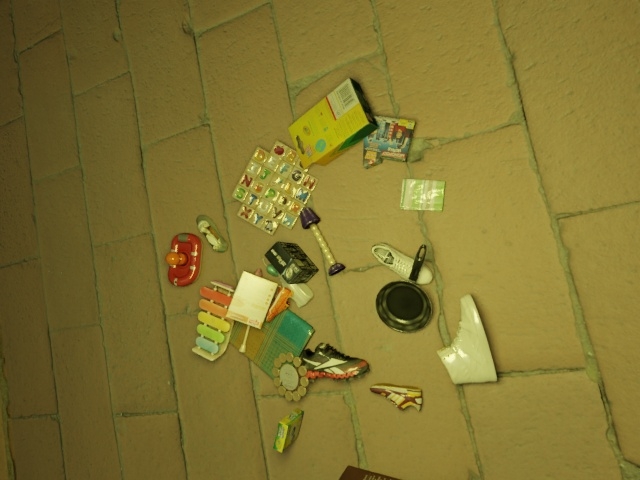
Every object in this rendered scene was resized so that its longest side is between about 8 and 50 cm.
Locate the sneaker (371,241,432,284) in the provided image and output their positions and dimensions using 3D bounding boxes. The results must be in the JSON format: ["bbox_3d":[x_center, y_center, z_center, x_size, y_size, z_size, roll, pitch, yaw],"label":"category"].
[{"bbox_3d":[0.282,0.086,1.504,0.235,0.095,0.090,29,96,18],"label":"sneaker"}]

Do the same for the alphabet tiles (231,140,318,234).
[{"bbox_3d":[-0.184,-0.210,1.702,0.285,0.011,0.343,30,94,7],"label":"alphabet tiles"}]

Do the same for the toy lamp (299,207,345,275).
[{"bbox_3d":[0.000,0.000,1.628,0.080,0.080,0.275,-33,75,17],"label":"toy lamp"}]

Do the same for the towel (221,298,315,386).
[{"bbox_3d":[-0.225,0.367,1.725,0.370,0.040,0.271,32,98,22],"label":"towel"}]

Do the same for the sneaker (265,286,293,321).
[{"bbox_3d":[-0.161,0.257,1.645,0.067,0.064,0.175,27,118,-12],"label":"sneaker"}]

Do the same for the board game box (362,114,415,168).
[{"bbox_3d":[0.232,-0.350,1.561,0.194,0.060,0.194,16,95,21],"label":"board game box"}]

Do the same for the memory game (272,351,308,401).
[{"bbox_3d":[-0.116,0.516,1.614,0.186,0.012,0.186,0,90,39],"label":"memory game"}]

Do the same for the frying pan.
[{"bbox_3d":[0.283,0.167,1.480,0.197,0.053,0.326,-2,104,23],"label":"frying pan"}]

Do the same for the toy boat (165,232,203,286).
[{"bbox_3d":[-0.601,0.082,1.825,0.150,0.151,0.231,5,89,22],"label":"toy boat"}]

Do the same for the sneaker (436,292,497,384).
[{"bbox_3d":[0.462,0.333,1.413,0.169,0.108,0.293,-15,84,17],"label":"sneaker"}]

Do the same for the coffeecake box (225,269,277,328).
[{"bbox_3d":[-0.266,0.227,1.650,0.142,0.068,0.186,22,85,-8],"label":"coffeecake box"}]

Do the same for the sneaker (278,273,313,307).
[{"bbox_3d":[-0.128,0.172,1.678,0.212,0.080,0.094,49,116,15],"label":"sneaker"}]

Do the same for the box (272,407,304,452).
[{"bbox_3d":[-0.122,0.708,1.590,0.043,0.179,0.105,15,94,22],"label":"box"}]

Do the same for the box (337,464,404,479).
[{"bbox_3d":[0.246,0.934,1.457,0.381,0.143,0.191,2,89,24],"label":"box"}]

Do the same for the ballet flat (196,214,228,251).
[{"bbox_3d":[-0.475,-0.035,1.825,0.072,0.068,0.213,-47,72,13],"label":"ballet flat"}]

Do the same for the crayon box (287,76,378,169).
[{"bbox_3d":[0.039,-0.425,1.599,0.318,0.081,0.202,-29,72,31],"label":"crayon box"}]

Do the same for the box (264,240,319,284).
[{"bbox_3d":[-0.106,0.085,1.611,0.077,0.180,0.147,-45,74,12],"label":"box"}]

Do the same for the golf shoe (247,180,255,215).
[{"bbox_3d":[-0.253,-0.177,1.756,0.086,0.069,0.176,0,91,2],"label":"golf shoe"}]

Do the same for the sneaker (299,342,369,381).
[{"bbox_3d":[0.044,0.446,1.579,0.276,0.097,0.135,-8,87,23],"label":"sneaker"}]

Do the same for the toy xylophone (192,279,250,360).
[{"bbox_3d":[-0.396,0.329,1.736,0.236,0.081,0.323,9,90,23],"label":"toy xylophone"}]

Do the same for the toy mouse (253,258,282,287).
[{"bbox_3d":[-0.225,0.139,1.725,0.161,0.031,0.143,-9,80,9],"label":"toy mouse"}]

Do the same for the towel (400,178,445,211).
[{"bbox_3d":[0.363,-0.163,1.520,0.152,0.023,0.113,6,91,22],"label":"towel"}]

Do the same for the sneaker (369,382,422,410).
[{"bbox_3d":[0.262,0.554,1.503,0.185,0.069,0.084,-1,82,23],"label":"sneaker"}]
